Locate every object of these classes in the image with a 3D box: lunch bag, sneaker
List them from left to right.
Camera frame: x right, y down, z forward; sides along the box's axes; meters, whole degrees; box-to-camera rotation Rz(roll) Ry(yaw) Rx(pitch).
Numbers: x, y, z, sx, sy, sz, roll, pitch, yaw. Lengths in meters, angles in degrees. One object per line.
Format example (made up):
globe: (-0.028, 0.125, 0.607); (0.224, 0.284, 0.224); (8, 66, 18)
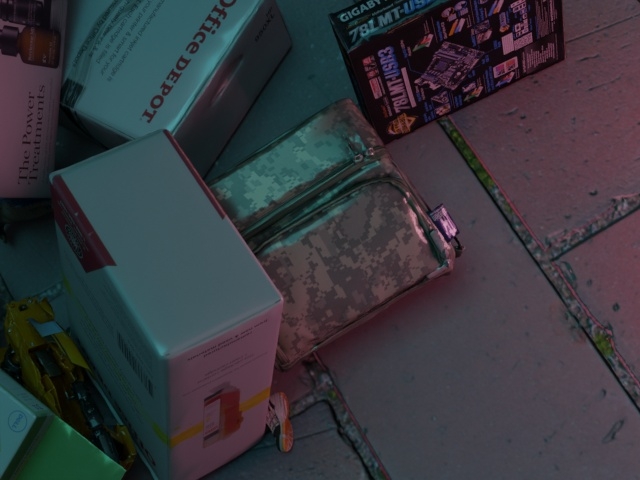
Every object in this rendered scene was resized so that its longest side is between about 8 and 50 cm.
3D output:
sneaker: (-0.059, 0.242, 1.803); (0.037, 0.032, 0.083); (-16, 58, 15)
lunch bag: (0.000, 0.000, 1.795); (0.305, 0.212, 0.256); (-32, 77, -4)

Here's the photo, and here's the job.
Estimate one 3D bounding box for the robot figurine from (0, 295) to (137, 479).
robot figurine: (-0.337, 0.225, 1.792); (0.085, 0.211, 0.291); (-18, 63, -39)

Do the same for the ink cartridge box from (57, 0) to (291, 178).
ink cartridge box: (-0.284, -0.287, 1.980); (0.395, 0.166, 0.285); (28, 78, 21)

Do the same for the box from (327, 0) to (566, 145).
box: (0.176, -0.267, 1.810); (0.293, 0.295, 0.073); (-25, 66, 2)

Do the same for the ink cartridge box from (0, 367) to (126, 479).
ink cartridge box: (-0.378, 0.282, 1.689); (0.235, 0.056, 0.171); (35, 99, 19)

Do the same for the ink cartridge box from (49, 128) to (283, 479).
ink cartridge box: (-0.191, 0.096, 1.683); (0.160, 0.384, 0.279); (-26, 64, -21)

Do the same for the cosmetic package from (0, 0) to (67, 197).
cosmetic package: (-0.441, -0.243, 1.756); (0.097, 0.284, 0.377); (7, 95, 23)

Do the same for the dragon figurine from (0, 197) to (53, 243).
dragon figurine: (-0.438, -0.096, 1.977); (0.144, 0.085, 0.289); (-35, 58, -4)

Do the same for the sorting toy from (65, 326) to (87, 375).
sorting toy: (-0.325, 0.145, 1.892); (0.061, 0.042, 0.102); (34, 66, 6)
